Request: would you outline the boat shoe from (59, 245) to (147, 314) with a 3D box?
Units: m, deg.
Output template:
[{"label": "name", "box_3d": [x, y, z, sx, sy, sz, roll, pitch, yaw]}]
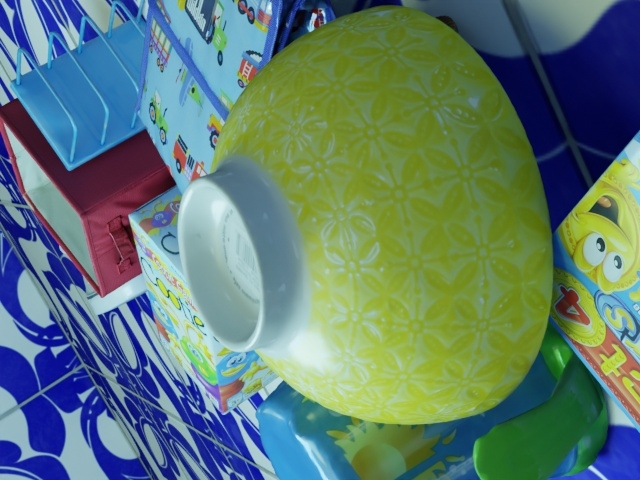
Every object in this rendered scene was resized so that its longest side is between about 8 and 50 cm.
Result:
[{"label": "boat shoe", "box_3d": [-0.331, 0.016, 1.935, 0.157, 0.135, 0.367, 63, 169, -8]}]

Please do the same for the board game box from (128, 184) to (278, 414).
[{"label": "board game box", "box_3d": [-0.109, 0.057, 1.432, 0.142, 0.144, 0.275, 46, 158, 27]}]

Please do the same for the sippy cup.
[{"label": "sippy cup", "box_3d": [0.078, 0.147, 1.021, 0.240, 0.224, 0.305, 49, 158, 20]}]

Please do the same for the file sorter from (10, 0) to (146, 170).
[{"label": "file sorter", "box_3d": [-0.227, -0.180, 1.316, 0.118, 0.170, 0.104, 54, 157, 9]}]

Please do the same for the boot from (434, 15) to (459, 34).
[{"label": "boot", "box_3d": [0.077, -0.110, 0.890, 0.085, 0.059, 0.158, 56, 169, -6]}]

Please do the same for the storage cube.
[{"label": "storage cube", "box_3d": [-0.237, -0.085, 1.447, 0.215, 0.193, 0.184, 47, 158, 24]}]

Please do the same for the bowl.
[{"label": "bowl", "box_3d": [0.000, 0.000, 0.811, 0.289, 0.156, 0.290, 32, 130, 49]}]

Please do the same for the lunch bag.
[{"label": "lunch bag", "box_3d": [-0.059, -0.166, 1.015, 0.293, 0.138, 0.221, 97, 151, -43]}]

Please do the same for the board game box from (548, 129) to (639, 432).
[{"label": "board game box", "box_3d": [0.271, 0.062, 0.647, 0.308, 0.086, 0.302, 52, 159, 13]}]
